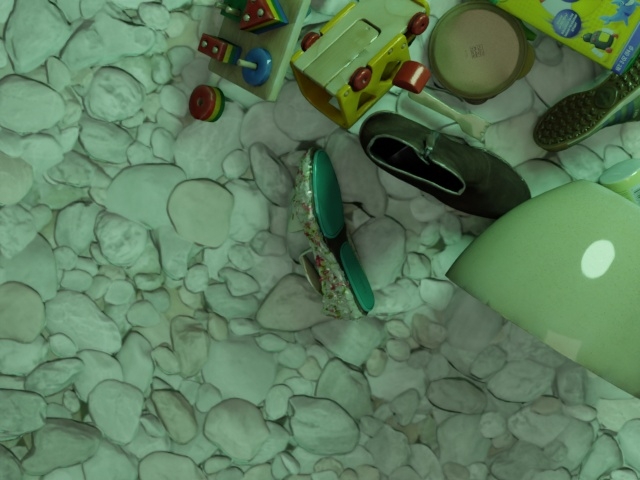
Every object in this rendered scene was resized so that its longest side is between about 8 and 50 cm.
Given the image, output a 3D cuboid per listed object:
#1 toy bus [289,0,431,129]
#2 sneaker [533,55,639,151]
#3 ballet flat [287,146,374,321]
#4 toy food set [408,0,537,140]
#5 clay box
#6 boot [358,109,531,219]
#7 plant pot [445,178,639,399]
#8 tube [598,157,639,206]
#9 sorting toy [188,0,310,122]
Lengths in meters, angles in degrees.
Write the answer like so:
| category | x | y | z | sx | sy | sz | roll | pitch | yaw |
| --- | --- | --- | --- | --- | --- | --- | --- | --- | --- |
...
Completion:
| category | x | y | z | sx | sy | sz | roll | pitch | yaw |
| --- | --- | --- | --- | --- | --- | --- | --- | --- | --- |
| toy bus | 0.062 | -0.232 | 1.204 | 0.202 | 0.104 | 0.190 | -4 | 63 | 11 |
| sneaker | 0.369 | -0.164 | 1.239 | 0.086 | 0.064 | 0.192 | 19 | 135 | -43 |
| ballet flat | 0.000 | 0.000 | 1.286 | 0.077 | 0.091 | 0.240 | -12 | 102 | 27 |
| toy food set | 0.202 | -0.238 | 1.242 | 0.132 | 0.038 | 0.192 | 30 | 109 | 0 |
| clay box | 0.283 | -0.299 | 1.122 | 0.222 | 0.053 | 0.127 | 34 | 121 | 17 |
| boot | 0.158 | -0.074 | 1.194 | 0.249 | 0.207 | 0.090 | 27 | 104 | -6 |
| plant pot | 0.321 | 0.038 | 1.197 | 0.284 | 0.284 | 0.190 | 31 | 95 | -7 |
| tube | 0.442 | 0.007 | 1.294 | 0.062 | 0.070 | 0.240 | -41 | 108 | -29 |
| sorting toy | -0.085 | -0.260 | 1.189 | 0.046 | 0.132 | 0.274 | 6 | 111 | -46 |
